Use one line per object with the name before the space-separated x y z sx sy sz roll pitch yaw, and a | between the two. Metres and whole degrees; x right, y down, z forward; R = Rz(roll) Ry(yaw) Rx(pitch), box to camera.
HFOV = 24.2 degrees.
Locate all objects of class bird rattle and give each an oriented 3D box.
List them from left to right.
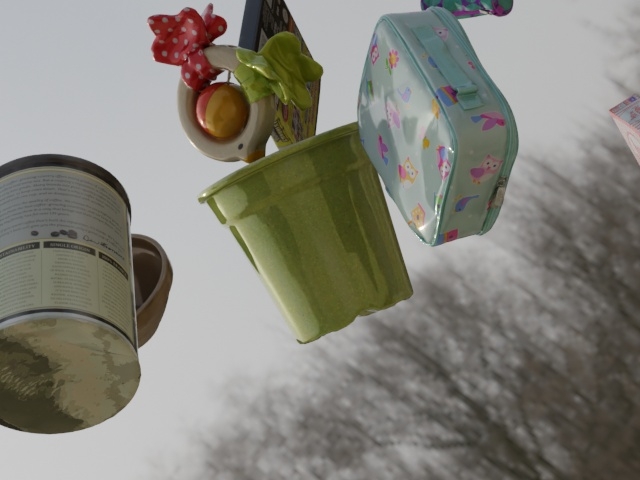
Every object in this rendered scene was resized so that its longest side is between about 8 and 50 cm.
bird rattle | -0.139 -0.213 2.072 0.143 0.254 0.206 -20 -57 -62

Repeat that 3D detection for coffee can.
coffee can | -0.320 0.060 1.771 0.202 0.275 0.201 -5 -45 -5

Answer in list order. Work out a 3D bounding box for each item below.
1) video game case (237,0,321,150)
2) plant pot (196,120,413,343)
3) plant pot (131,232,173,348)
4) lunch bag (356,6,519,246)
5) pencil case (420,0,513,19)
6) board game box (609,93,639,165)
video game case | -0.066 -0.279 2.474 0.274 0.035 0.248 -85 -26 -45
plant pot | 0.000 0.000 2.104 0.276 0.253 0.276 -23 -2 -1
plant pot | -0.333 0.107 2.401 0.237 0.237 0.109 -46 -47 -21
lunch bag | 0.147 -0.146 1.863 0.108 0.279 0.224 -9 -41 -22
pencil case | 0.244 -0.399 2.501 0.064 0.152 0.070 45 -126 -40
board game box | 0.465 -0.091 1.979 0.045 0.193 0.147 -31 16 4
